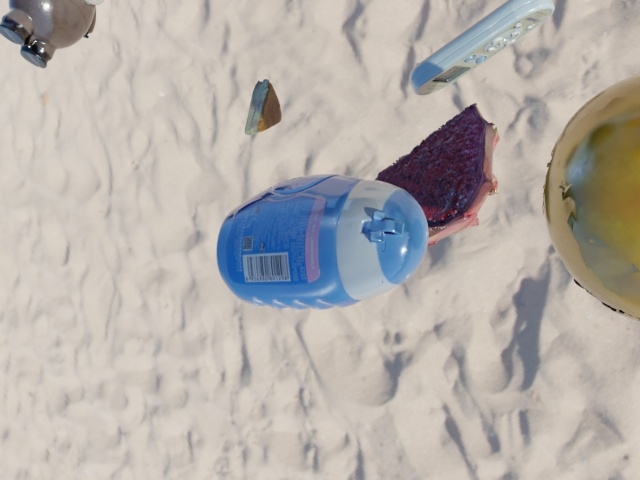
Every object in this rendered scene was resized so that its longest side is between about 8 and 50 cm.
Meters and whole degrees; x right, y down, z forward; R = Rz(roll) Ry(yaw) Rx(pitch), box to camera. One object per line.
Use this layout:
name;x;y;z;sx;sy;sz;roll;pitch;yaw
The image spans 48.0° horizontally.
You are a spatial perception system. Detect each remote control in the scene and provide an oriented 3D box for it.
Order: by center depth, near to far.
remote control;0.233;-0.292;1.072;0.244;0.087;0.047;-30;82;38

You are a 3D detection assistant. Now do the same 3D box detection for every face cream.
face cream;0.000;0.000;0.764;0.263;0.083;0.149;-4;75;44

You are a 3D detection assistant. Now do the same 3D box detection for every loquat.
loquat;0.314;-0.035;0.627;0.235;0.235;0.235;12;108;39

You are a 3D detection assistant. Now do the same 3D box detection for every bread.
bread;-0.098;-0.229;1.288;0.043;0.062;0.109;-2;70;35

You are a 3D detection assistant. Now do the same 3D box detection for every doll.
doll;-0.419;-0.415;1.176;0.117;0.182;0.257;25;73;27

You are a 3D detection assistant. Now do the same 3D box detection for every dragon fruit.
dragon fruit;0.178;-0.052;1.072;0.274;0.126;0.161;-37;47;22
